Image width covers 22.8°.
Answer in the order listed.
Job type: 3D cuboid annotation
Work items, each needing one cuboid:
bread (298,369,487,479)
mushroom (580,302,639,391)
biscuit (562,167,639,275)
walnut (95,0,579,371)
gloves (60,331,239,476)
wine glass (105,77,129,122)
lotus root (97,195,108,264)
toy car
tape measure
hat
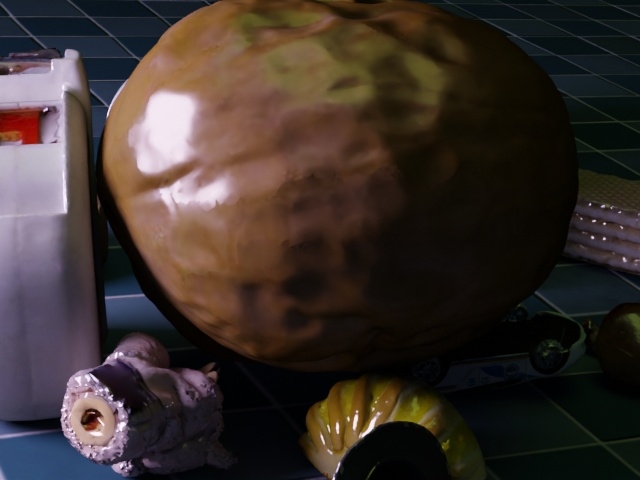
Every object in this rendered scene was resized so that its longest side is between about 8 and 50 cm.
[{"bbox_3d":[0.058,0.149,1.233,0.157,0.094,0.083,28,24,28],"label":"bread"},{"bbox_3d":[0.284,0.093,1.479,0.088,0.073,0.129,-43,39,-20],"label":"mushroom"},{"bbox_3d":[0.406,-0.002,1.758,0.426,0.079,0.144,16,21,22],"label":"biscuit"},{"bbox_3d":[0.016,-0.049,1.290,0.397,0.308,0.354,0,3,-22],"label":"walnut"},{"bbox_3d":[-0.135,0.132,1.212,0.144,0.094,0.110,14,19,-44],"label":"gloves"},{"bbox_3d":[-0.168,-0.140,1.860,0.164,0.165,0.196,4,13,-7],"label":"wine glass"},{"bbox_3d":[-0.331,-0.001,1.543,0.260,0.074,0.170,-4,26,-25],"label":"lotus root"},{"bbox_3d":[0.140,0.101,1.428,0.204,0.056,0.095,-5,22,-16],"label":"toy car"},{"bbox_3d":[-0.243,-0.004,1.299,0.130,0.258,0.265,-2,22,-6],"label":"tape measure"},{"bbox_3d":[0.049,0.189,1.150,0.121,0.121,0.050,-11,-9,-39],"label":"hat"}]
